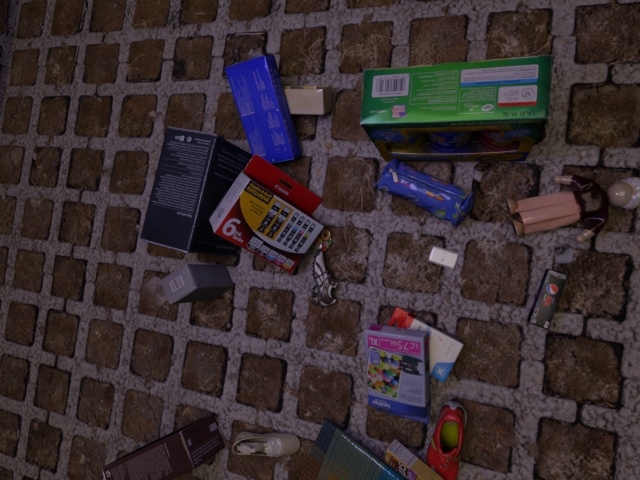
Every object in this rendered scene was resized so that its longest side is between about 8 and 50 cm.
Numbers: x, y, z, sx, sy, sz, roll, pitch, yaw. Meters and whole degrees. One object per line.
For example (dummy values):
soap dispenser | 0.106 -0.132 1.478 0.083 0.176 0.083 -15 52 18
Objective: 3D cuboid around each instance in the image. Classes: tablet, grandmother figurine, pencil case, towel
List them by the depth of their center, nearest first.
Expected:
grandmother figurine | 0.729 -0.096 1.168 0.343 0.104 0.207 -16 89 20
towel | 0.110 0.782 1.285 0.370 0.040 0.271 27 97 33
pencil case | 0.326 -0.157 1.293 0.306 0.133 0.119 29 91 18
tablet | 0.395 0.054 1.317 0.083 0.006 0.054 19 92 20

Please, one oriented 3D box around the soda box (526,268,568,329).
soda box | 0.656 0.168 1.187 0.053 0.060 0.168 21 93 21

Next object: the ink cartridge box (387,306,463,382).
ink cartridge box | 0.310 0.320 1.284 0.231 0.078 0.134 26 94 20

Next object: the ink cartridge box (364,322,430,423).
ink cartridge box | 0.235 0.417 1.252 0.186 0.065 0.311 2 106 28

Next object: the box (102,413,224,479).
box | -0.567 0.788 1.489 0.381 0.191 0.143 -31 76 15

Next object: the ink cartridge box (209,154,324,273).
ink cartridge box | -0.158 -0.086 1.360 0.271 0.309 0.130 -55 31 7

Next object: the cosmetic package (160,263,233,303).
cosmetic package | -0.436 0.154 1.475 0.127 0.238 0.107 -32 73 17

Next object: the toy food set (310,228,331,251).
toy food set | 0.000 0.000 1.450 0.083 0.020 0.082 1 86 19

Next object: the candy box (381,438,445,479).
candy box | 0.276 0.705 1.235 0.187 0.053 0.109 32 130 31

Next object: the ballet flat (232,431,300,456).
ballet flat | -0.195 0.716 1.423 0.249 0.086 0.086 -8 83 18

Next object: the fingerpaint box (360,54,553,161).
fingerpaint box | 0.372 -0.343 1.167 0.445 0.371 0.163 4 87 19

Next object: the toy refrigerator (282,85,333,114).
toy refrigerator | -0.099 -0.510 1.471 0.270 0.102 0.094 8 118 20

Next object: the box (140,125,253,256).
box | -0.417 -0.158 1.465 0.212 0.293 0.395 13 89 20

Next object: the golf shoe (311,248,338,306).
golf shoe | 0.016 0.127 1.415 0.094 0.077 0.198 -1 89 5

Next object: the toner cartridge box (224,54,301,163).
toner cartridge box | -0.197 -0.448 1.438 0.165 0.075 0.347 -4 113 26

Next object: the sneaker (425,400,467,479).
sneaker | 0.365 0.620 1.213 0.107 0.118 0.278 7 94 20
